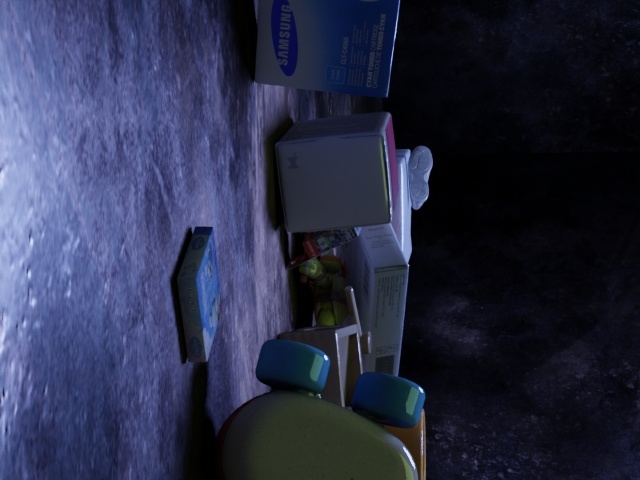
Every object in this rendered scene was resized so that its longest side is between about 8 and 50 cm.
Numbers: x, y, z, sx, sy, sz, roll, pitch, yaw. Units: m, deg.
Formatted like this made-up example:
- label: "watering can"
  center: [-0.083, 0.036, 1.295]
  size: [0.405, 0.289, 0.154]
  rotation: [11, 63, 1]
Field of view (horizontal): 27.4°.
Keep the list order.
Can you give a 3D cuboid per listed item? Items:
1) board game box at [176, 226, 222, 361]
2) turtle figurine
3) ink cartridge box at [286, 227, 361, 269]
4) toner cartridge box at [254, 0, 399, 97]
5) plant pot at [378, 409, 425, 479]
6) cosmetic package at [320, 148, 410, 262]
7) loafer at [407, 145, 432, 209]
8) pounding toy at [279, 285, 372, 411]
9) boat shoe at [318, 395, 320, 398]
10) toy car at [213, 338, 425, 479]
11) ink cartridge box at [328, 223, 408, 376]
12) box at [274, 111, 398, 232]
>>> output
- label: "board game box"
  center: [-0.108, 0.048, 1.191]
  size: [0.090, 0.020, 0.090]
  rotation: [-78, 167, -58]
- label: "turtle figurine"
  center: [0.014, 0.112, 2.019]
  size: [0.269, 0.087, 0.217]
  rotation: [76, 15, -65]
- label: "ink cartridge box"
  center: [0.000, 0.000, 1.863]
  size: [0.029, 0.115, 0.063]
  rotation: [63, 11, -9]
- label: "toner cartridge box"
  center: [0.018, -0.339, 1.503]
  size: [0.075, 0.165, 0.348]
  rotation: [-80, 176, -54]
- label: "plant pot"
  center: [0.063, 0.355, 1.989]
  size: [0.205, 0.188, 0.205]
  rotation: [0, 90, -84]
- label: "cosmetic package"
  center: [0.089, -0.055, 2.441]
  size: [0.385, 0.156, 0.217]
  rotation: [-48, 138, -83]
- label: "loafer"
  center: [0.176, -0.113, 2.376]
  size: [0.039, 0.045, 0.125]
  rotation: [104, -6, -55]
- label: "pounding toy"
  center: [0.007, 0.158, 1.855]
  size: [0.206, 0.094, 0.181]
  rotation: [-3, 87, -75]
- label: "boat shoe"
  center: [-0.034, 0.271, 1.731]
  size: [0.060, 0.064, 0.178]
  rotation: [-168, -103, -65]
- label: "toy car"
  center: [-0.033, 0.242, 1.371]
  size: [0.238, 0.210, 0.219]
  rotation: [-26, -133, 65]
- label: "ink cartridge box"
  center: [0.070, 0.059, 2.073]
  size: [0.239, 0.060, 0.275]
  rotation: [-109, -165, -45]
- label: "box"
  center: [0.029, -0.100, 1.847]
  size: [0.232, 0.148, 0.127]
  rotation: [-65, 149, -76]
